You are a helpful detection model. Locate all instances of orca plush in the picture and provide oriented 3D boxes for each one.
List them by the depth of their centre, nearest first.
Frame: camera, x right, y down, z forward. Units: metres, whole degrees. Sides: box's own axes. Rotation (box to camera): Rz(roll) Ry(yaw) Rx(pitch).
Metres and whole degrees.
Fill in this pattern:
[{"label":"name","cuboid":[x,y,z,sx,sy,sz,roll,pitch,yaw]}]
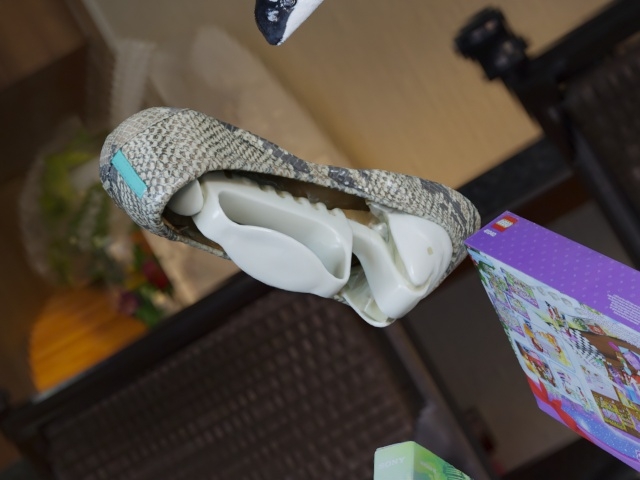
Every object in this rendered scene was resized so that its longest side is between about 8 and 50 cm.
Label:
[{"label":"orca plush","cuboid":[0.000,-0.361,2.037,0.287,0.102,0.151,-48,7,-12]}]

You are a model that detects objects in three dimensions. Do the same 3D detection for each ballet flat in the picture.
[{"label":"ballet flat","cuboid":[0.000,0.000,1.712,0.483,0.182,0.164,17,-64,-37]}]

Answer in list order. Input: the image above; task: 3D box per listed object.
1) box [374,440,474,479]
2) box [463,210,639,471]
[{"label":"box","cuboid":[0.136,0.392,1.709,0.058,0.322,0.232,-22,-40,31]},{"label":"box","cuboid":[0.249,0.103,1.402,0.057,0.201,0.293,-34,29,-14]}]
